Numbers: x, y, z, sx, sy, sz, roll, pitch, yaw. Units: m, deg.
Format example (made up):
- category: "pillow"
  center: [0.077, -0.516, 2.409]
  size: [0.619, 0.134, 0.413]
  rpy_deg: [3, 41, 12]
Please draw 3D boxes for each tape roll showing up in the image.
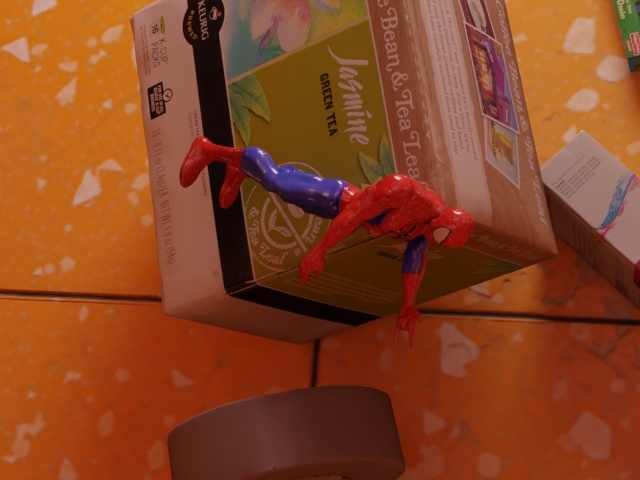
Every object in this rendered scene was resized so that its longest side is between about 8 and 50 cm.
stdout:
- category: "tape roll"
  center: [-0.033, 0.203, 1.458]
  size: [0.219, 0.219, 0.072]
  rpy_deg: [-14, 69, 7]

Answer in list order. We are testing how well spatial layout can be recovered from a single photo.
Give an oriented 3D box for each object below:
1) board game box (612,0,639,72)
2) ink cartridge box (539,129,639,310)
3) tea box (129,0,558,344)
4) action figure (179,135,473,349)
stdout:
- category: "board game box"
  center: [0.407, -0.279, 1.607]
  size: [0.212, 0.039, 0.160]
  rpy_deg: [-15, 68, 13]
- category: "ink cartridge box"
  center: [0.295, -0.010, 1.507]
  size: [0.072, 0.127, 0.175]
  rpy_deg: [-43, 69, -4]
- category: "tea box"
  center: [0.016, -0.106, 1.493]
  size: [0.324, 0.220, 0.329]
  rpy_deg: [-22, 67, 31]
- category: "action figure"
  center: [0.000, 0.000, 1.287]
  size: [0.280, 0.091, 0.139]
  rpy_deg: [9, 80, 38]
